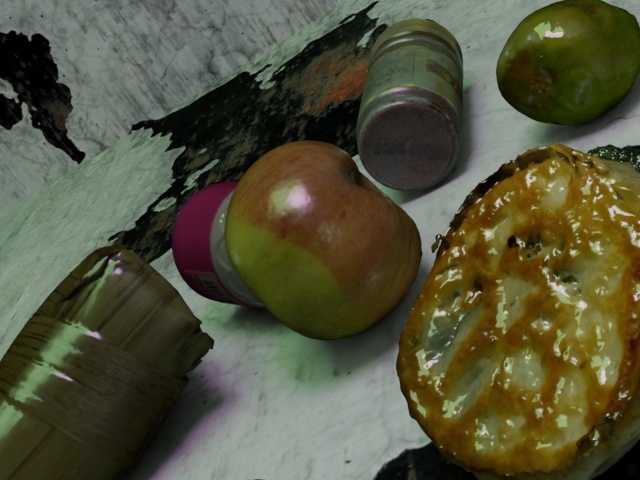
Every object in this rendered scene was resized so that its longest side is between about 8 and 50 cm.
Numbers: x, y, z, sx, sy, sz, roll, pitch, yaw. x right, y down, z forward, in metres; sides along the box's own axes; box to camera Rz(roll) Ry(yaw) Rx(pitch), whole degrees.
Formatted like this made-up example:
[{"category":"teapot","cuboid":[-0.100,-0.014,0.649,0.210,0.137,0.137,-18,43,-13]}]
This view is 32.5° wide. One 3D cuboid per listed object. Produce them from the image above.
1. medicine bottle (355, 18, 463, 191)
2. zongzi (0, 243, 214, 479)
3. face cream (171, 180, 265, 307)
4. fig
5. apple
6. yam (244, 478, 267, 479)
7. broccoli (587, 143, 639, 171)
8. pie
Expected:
[{"category":"medicine bottle","cuboid":[0.137,-0.206,1.633,0.151,0.151,0.322,-26,24,21]},{"category":"zongzi","cuboid":[-0.355,0.268,1.446,0.500,0.218,0.467,-55,1,-15]},{"category":"face cream","cuboid":[-0.087,0.003,1.499,0.175,0.175,0.195,-46,25,-25]},{"category":"fig","cuboid":[0.343,-0.229,1.420,0.233,0.167,0.167,-4,7,-29]},{"category":"apple","cuboid":[0.000,0.000,1.300,0.194,0.261,0.261,-47,21,5]},{"category":"yam","cuboid":[-0.039,0.269,0.960,0.084,0.127,0.084,-26,26,14]},{"category":"broccoli","cuboid":[0.295,-0.026,1.075,0.162,0.145,0.138,-64,-6,-71]},{"category":"pie","cuboid":[0.191,0.071,0.965,0.315,0.092,0.315,-26,52,38]}]
